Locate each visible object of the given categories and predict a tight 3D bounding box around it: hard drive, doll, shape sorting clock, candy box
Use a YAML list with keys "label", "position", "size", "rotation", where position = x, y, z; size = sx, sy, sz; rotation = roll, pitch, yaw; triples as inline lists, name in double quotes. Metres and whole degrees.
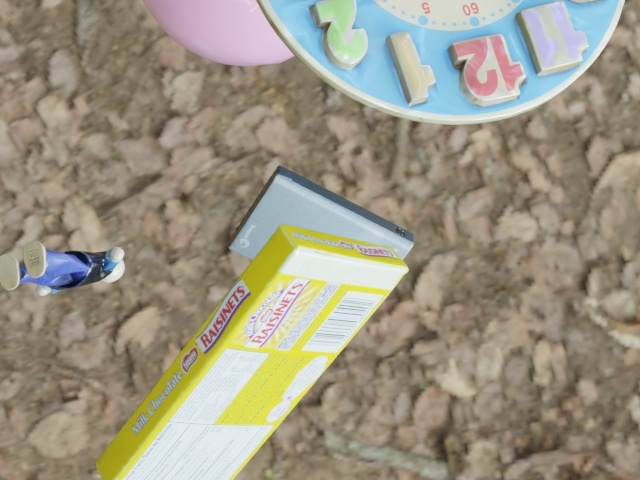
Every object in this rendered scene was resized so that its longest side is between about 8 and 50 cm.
- label: "hard drive"
  position: [0.000, 0.000, 1.210]
  size: [0.135, 0.094, 0.022]
  rotation: [27, 37, -12]
- label: "doll"
  position: [-0.280, 0.031, 1.583]
  size: [0.189, 0.129, 0.046]
  rotation: [7, 62, -66]
- label: "shape sorting clock"
  position: [0.060, -0.157, 0.704]
  size: [0.206, 0.040, 0.206]
  rotation: [2, 79, -13]
- label: "candy box"
  position: [-0.043, 0.078, 0.852]
  size: [0.105, 0.206, 0.027]
  rotation: [13, 33, -47]

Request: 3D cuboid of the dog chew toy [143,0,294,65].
- label: "dog chew toy"
  position: [-0.008, -0.269, 1.177]
  size: [0.206, 0.332, 0.207]
  rotation: [12, 73, -45]
